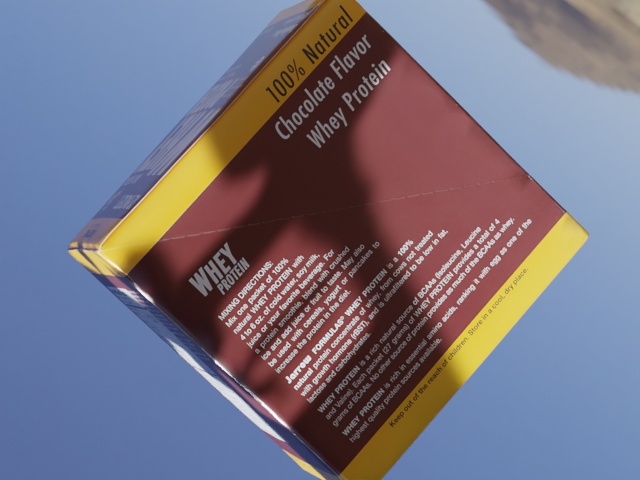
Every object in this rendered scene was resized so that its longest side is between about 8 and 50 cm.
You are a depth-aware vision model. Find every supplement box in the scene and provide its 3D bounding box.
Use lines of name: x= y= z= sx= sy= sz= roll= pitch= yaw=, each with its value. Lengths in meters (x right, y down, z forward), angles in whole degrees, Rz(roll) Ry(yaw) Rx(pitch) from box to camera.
supplement box: x=0.000 y=0.000 z=0.994 sx=0.194 sy=0.191 sz=0.129 roll=43 pitch=170 yaw=-11
